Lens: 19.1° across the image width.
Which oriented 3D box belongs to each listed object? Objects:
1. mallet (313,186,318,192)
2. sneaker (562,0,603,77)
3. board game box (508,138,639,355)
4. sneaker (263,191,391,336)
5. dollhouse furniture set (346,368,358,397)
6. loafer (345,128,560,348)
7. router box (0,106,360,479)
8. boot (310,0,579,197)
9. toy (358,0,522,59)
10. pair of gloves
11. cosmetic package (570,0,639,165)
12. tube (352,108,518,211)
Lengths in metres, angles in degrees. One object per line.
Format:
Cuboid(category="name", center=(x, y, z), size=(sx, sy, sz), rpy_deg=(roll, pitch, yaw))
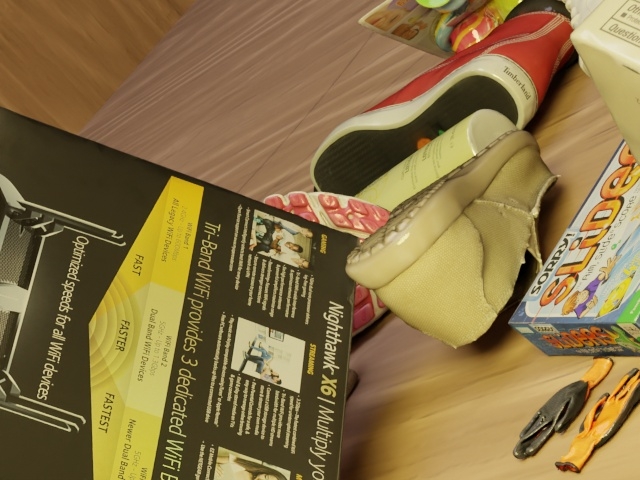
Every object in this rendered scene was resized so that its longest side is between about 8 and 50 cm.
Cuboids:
Cuboid(category="mallet", center=(0.000, 0.000, 1.577), size=(0.062, 0.039, 0.189), rpy_deg=(-29, 24, 43))
Cuboid(category="sneaker", center=(0.204, -0.171, 1.350), size=(0.115, 0.090, 0.232), rpy_deg=(-55, 28, -7))
Cuboid(category="board game box", center=(0.198, -0.026, 1.052), size=(0.201, 0.035, 0.136), rpy_deg=(-57, 17, -16))
Cuboid(category="sneaker", center=(-0.049, 0.043, 1.436), size=(0.299, 0.121, 0.112), rpy_deg=(-24, -7, 34))
Cuboid(category="dollhouse furniture set", center=(-0.086, 0.104, 1.172), size=(0.151, 0.197, 0.301), rpy_deg=(-26, 23, 53))
Cuboid(category="loafer", center=(0.094, 0.003, 1.204), size=(0.102, 0.092, 0.268), rpy_deg=(-34, 1, 27))
Cuboid(category="router box", center=(-0.111, 0.083, 1.064), size=(0.309, 0.243, 0.081), rpy_deg=(-83, 17, -48))
Cuboid(category="boot", center=(0.110, -0.111, 1.513), size=(0.244, 0.088, 0.176), rpy_deg=(-28, 14, 45))
Cuboid(category="toy", center=(0.141, -0.184, 1.565), size=(0.137, 0.056, 0.237), rpy_deg=(-36, -21, 19))
Cuboid(category="pair of gloves", center=(0.137, 0.089, 0.992), size=(0.074, 0.010, 0.083), rpy_deg=(-47, 14, -13))
Cuboid(category="cosmetic package", center=(0.291, -0.148, 0.936), size=(0.309, 0.113, 0.160), rpy_deg=(-44, 43, -9))
Cuboid(category="tube", center=(0.055, -0.021, 1.437), size=(0.070, 0.062, 0.240), rpy_deg=(-12, -15, -44))
